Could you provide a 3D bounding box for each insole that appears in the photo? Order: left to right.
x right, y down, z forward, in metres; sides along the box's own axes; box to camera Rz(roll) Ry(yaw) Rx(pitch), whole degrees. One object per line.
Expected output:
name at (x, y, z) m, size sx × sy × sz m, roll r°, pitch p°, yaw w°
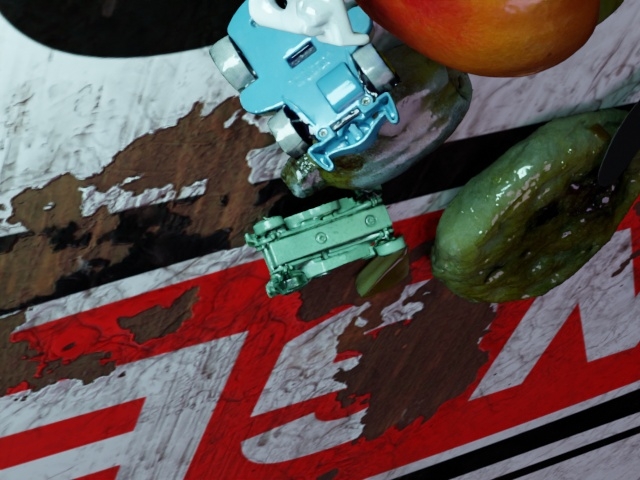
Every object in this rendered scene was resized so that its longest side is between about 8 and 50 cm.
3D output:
insole at (0.352, -0.140, 1.620) m, size 0.064 × 0.004 × 0.188 m, roll 25°, pitch 99°, yaw -54°

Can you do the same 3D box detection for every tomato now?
tomato at (0.106, -0.235, 1.056) m, size 0.180 × 0.260 × 0.260 m, roll 0°, pitch 145°, yaw -8°

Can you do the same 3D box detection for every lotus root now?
lotus root at (0.047, -0.104, 1.354) m, size 0.192 × 0.088 × 0.113 m, roll -35°, pitch 136°, yaw 8°

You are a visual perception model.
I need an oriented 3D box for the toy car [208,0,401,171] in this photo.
toy car at (0.004, -0.131, 1.197) m, size 0.126 × 0.161 × 0.098 m, roll -38°, pitch 162°, yaw 9°

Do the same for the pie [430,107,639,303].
pie at (0.259, -0.032, 1.703) m, size 0.323 × 0.070 × 0.323 m, roll -25°, pitch 151°, yaw -15°

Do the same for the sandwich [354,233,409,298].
sandwich at (0.077, 0.030, 1.660) m, size 0.083 × 0.031 × 0.044 m, roll -44°, pitch 148°, yaw 20°

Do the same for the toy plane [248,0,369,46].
toy plane at (-0.009, -0.237, 0.947) m, size 0.117 × 0.245 × 0.245 m, roll -28°, pitch 154°, yaw -31°

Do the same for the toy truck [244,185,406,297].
toy truck at (0.001, -0.001, 1.504) m, size 0.154 × 0.080 × 0.078 m, roll -21°, pitch 177°, yaw -19°

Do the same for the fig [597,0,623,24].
fig at (0.198, -0.232, 1.300) m, size 0.149 × 0.149 × 0.245 m, roll -32°, pitch 172°, yaw 0°
